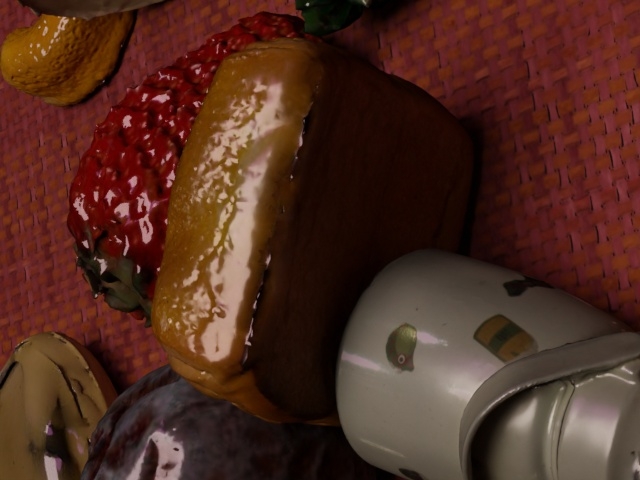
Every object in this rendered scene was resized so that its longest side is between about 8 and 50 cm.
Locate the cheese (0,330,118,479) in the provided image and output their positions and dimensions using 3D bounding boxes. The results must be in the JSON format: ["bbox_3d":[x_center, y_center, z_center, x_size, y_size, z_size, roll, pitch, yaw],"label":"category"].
[{"bbox_3d":[-0.302,0.280,2.292,0.259,0.128,0.316,-62,41,36],"label":"cheese"}]

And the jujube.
[{"bbox_3d":[-0.090,0.239,1.911,0.246,0.308,0.215,-56,48,25],"label":"jujube"}]

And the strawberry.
[{"bbox_3d":[-0.109,-0.074,2.010,0.351,0.267,0.312,-65,22,-6],"label":"strawberry"}]

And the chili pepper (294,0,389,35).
[{"bbox_3d":[-0.012,-0.391,1.969,0.167,0.213,0.385,-25,67,-1],"label":"chili pepper"}]

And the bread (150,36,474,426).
[{"bbox_3d":[-0.007,-0.001,1.802,0.148,0.328,0.337,12,88,35],"label":"bread"}]

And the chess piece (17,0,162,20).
[{"bbox_3d":[-0.273,-0.492,2.218,0.234,0.234,0.442,-30,66,43],"label":"chess piece"}]

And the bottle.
[{"bbox_3d":[0.194,0.149,1.676,0.352,0.229,0.229,19,102,43],"label":"bottle"}]

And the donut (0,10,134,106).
[{"bbox_3d":[-0.291,-0.292,2.337,0.152,0.101,0.259,3,86,43],"label":"donut"}]
